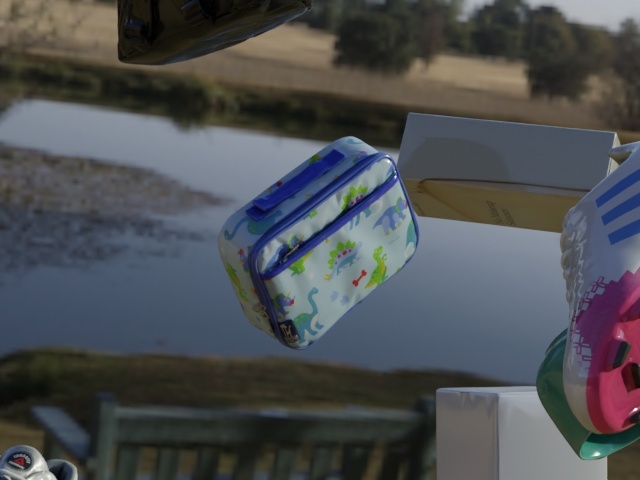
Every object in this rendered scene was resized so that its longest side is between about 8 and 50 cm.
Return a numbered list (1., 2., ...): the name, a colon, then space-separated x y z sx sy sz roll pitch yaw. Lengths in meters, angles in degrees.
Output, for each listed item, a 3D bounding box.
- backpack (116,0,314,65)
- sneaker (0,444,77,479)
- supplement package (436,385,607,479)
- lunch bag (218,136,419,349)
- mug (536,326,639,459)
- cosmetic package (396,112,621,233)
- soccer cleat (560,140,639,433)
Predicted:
1. backpack: -0.118 -0.410 1.735 0.273 0.355 0.290 -15 0 -41
2. sneaker: -0.362 0.292 1.618 0.122 0.146 0.330 15 0 15
3. supplement package: 0.271 0.346 2.027 0.175 0.293 0.177 1 -3 -23
4. lunch bag: 0.000 0.000 1.647 0.219 0.176 0.090 -36 42 -22
5. mug: 0.257 0.135 1.393 0.129 0.158 0.097 2 47 -48
6. cosmetic package: 0.280 -0.094 2.184 0.309 0.113 0.160 6 -19 22
7. soccer cleat: 0.256 0.034 1.284 0.143 0.116 0.331 3 43 37
